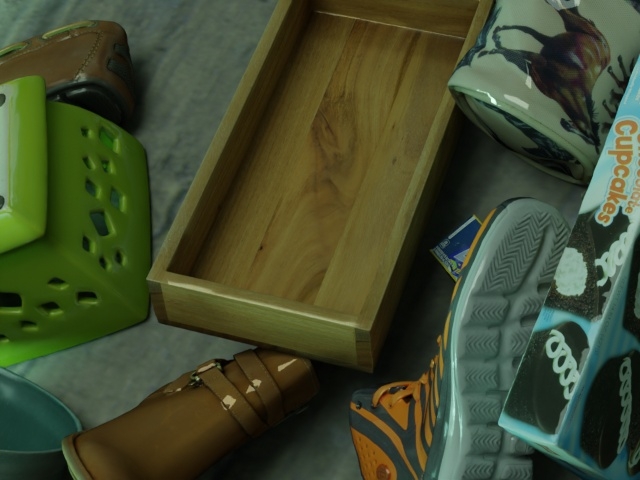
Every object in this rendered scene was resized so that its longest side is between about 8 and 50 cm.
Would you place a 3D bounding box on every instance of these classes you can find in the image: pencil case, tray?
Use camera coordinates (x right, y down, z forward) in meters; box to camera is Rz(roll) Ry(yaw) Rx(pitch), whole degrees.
[{"bbox_3d":[0.276,-0.240,1.668,0.183,0.160,0.410,28,78,15],"label":"pencil case"},{"bbox_3d":[0.012,-0.080,1.692,0.203,0.076,0.411,12,53,14],"label":"tray"}]

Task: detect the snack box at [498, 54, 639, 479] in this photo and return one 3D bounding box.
[{"bbox_3d":[0.258,0.032,1.473,0.060,0.187,0.322,16,79,34],"label":"snack box"}]

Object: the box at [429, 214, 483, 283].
[{"bbox_3d":[0.168,0.055,1.618,0.054,0.059,0.169,-39,51,1],"label":"box"}]

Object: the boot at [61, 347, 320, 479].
[{"bbox_3d":[-0.100,0.168,1.603,0.220,0.283,0.109,-27,90,3],"label":"boot"}]

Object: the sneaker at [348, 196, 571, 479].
[{"bbox_3d":[0.103,0.111,1.520,0.180,0.124,0.321,20,98,57],"label":"sneaker"}]

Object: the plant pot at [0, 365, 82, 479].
[{"bbox_3d":[-0.393,0.225,1.723,0.293,0.293,0.196,27,102,38],"label":"plant pot"}]

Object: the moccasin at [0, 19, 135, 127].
[{"bbox_3d":[-0.382,-0.147,2.008,0.380,0.139,0.147,-22,47,20],"label":"moccasin"}]

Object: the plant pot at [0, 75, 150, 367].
[{"bbox_3d":[-0.321,-0.025,1.854,0.228,0.207,0.227,-19,55,20],"label":"plant pot"}]
